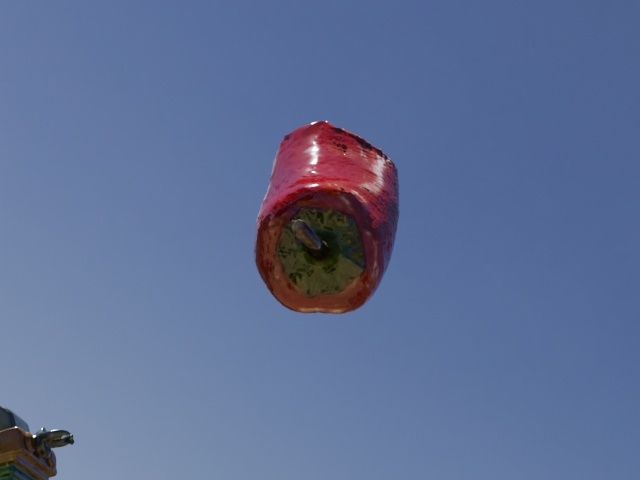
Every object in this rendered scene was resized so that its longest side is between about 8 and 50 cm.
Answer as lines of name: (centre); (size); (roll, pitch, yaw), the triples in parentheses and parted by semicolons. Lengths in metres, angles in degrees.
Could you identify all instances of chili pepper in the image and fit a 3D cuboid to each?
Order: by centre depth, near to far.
chili pepper: (0.002, 0.004, 1.602); (0.134, 0.131, 0.338); (31, 19, -10)

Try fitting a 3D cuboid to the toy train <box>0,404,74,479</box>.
toy train: (-0.273, 0.185, 1.186); (0.228, 0.136, 0.091); (-18, -20, 0)
